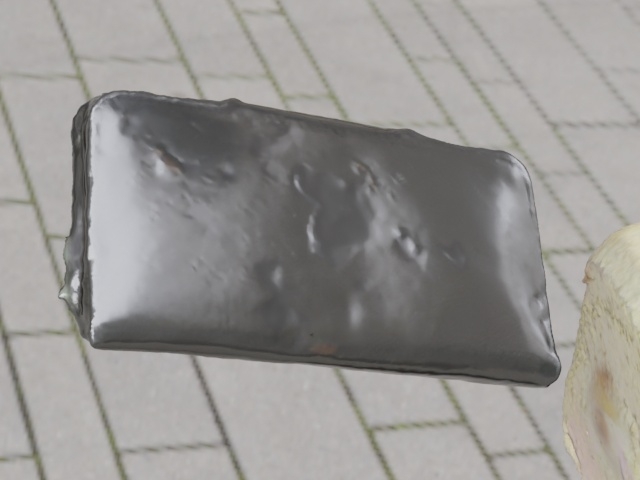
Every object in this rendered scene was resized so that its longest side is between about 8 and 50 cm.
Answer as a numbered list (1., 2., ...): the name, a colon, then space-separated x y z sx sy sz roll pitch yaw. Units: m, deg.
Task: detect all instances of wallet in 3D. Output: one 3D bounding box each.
1. wallet: 0.000 0.000 1.129 0.377 0.051 0.197 7 64 -28

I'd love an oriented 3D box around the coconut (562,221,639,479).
1. coconut: 0.417 0.136 1.398 0.404 0.405 0.405 10 35 -7
